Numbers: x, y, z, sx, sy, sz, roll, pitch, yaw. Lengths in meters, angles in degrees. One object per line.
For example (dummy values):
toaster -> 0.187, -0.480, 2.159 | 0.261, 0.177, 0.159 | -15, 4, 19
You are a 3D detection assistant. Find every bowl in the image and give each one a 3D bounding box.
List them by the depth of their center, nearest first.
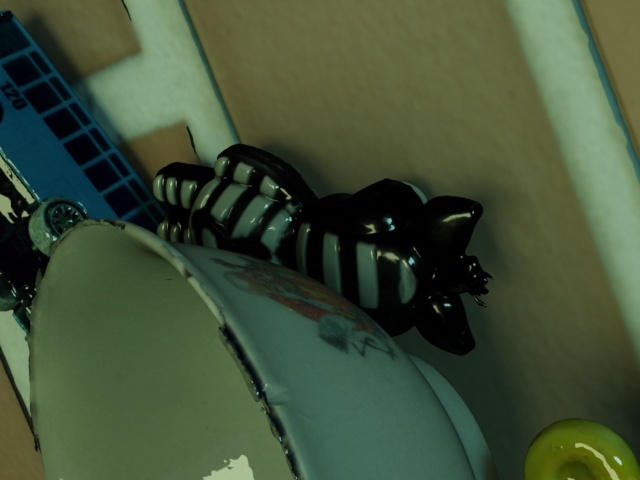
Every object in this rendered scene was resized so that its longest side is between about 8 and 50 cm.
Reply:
bowl -> -0.011, 0.142, 0.636 | 0.345, 0.157, 0.345 | 31, 127, 52

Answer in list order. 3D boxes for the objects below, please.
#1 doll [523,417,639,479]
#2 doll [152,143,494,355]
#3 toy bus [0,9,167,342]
doll -> 0.245, 0.298, 0.589 | 0.423, 0.161, 0.348 | 25, 123, 16
doll -> 0.000, 0.000, 0.689 | 0.219, 0.067, 0.091 | 15, 118, 34
toy bus -> -0.183, -0.045, 0.762 | 0.090, 0.106, 0.184 | -36, 92, 39
